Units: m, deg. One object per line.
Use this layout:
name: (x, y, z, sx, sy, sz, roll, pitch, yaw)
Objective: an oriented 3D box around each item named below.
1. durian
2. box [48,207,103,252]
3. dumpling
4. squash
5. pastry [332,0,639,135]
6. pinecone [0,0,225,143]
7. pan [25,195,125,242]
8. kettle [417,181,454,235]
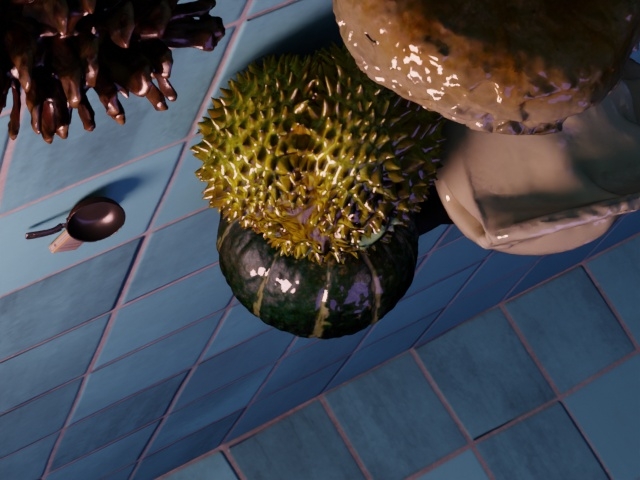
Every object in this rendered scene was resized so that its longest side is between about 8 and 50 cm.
durian: (0.007, -0.093, 1.948, 0.291, 0.224, 0.291, -25, 168, -6)
box: (-0.273, -0.014, 2.060, 0.083, 0.012, 0.046, -39, 163, 29)
dumpling: (0.278, -0.126, 2.071, 0.316, 0.395, 0.233, -5, 128, -7)
squash: (0.000, 0.000, 2.204, 0.252, 0.252, 0.165, -27, 154, -18)
pastry: (0.164, -0.245, 1.611, 0.330, 0.329, 0.136, -27, 166, -19)
pinecone: (-0.186, -0.170, 1.399, 0.212, 0.168, 0.185, -17, 179, -6)
pan: (-0.276, -0.023, 1.999, 0.115, 0.023, 0.068, -11, 143, -18)
kettle: (0.198, -0.107, 2.332, 0.290, 0.207, 0.268, -28, -165, 35)
